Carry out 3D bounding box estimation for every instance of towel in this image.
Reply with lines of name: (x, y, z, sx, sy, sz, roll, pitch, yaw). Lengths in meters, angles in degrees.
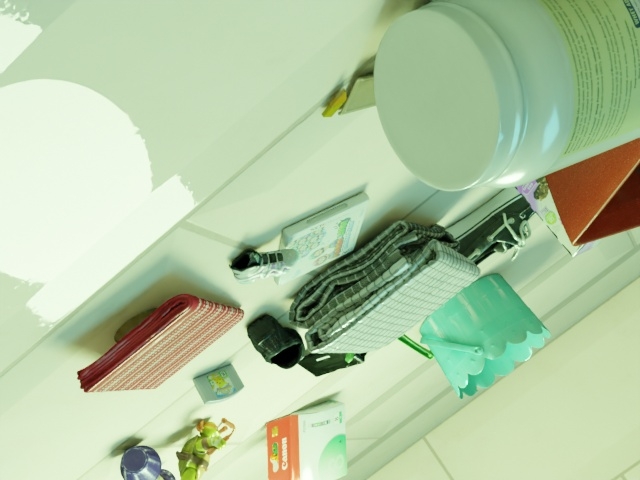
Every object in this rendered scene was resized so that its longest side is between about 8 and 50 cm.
towel: (0.108, 0.077, 1.650, 0.284, 0.121, 0.235, -40, 157, 17)
towel: (-0.222, 0.150, 1.396, 0.199, 0.031, 0.275, -38, 167, 4)

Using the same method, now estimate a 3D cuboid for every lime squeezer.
lime squeezer: (0.114, 0.194, 1.916, 0.059, 0.110, 0.310, -26, 161, 31)

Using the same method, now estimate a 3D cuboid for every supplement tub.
supplement tub: (0.248, -0.196, 1.110, 0.325, 0.235, 0.235, -21, 155, -31)

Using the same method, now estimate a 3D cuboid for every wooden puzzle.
wooden puzzle: (0.058, -0.182, 1.168, 0.116, 0.014, 0.078, -16, 156, -39)

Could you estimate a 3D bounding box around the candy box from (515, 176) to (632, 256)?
candy box: (0.427, -0.099, 1.627, 0.070, 0.196, 0.165, -21, 154, -32)

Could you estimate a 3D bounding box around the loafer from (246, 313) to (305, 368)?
loafer: (-0.068, 0.192, 1.679, 0.076, 0.078, 0.223, -35, 159, 1)

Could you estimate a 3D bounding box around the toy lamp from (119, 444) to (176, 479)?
toy lamp: (-0.328, 0.445, 1.839, 0.080, 0.080, 0.274, -31, 160, -10)

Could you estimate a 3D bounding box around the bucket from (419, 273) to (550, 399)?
bucket: (0.377, 0.221, 2.249, 0.281, 0.183, 0.281, -29, 157, -13)

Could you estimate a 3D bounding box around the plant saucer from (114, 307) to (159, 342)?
plant saucer: (-0.251, 0.126, 1.362, 0.083, 0.015, 0.083, -30, 159, -13)

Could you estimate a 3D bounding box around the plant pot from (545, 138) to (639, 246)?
plant pot: (0.471, -0.185, 1.434, 0.267, 0.235, 0.267, -15, 152, -24)

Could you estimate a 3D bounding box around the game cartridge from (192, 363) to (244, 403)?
game cartridge: (-0.176, 0.253, 1.684, 0.083, 0.056, 0.017, -18, 161, -37)

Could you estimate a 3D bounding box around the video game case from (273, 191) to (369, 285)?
video game case: (0.000, 0.000, 1.457, 0.143, 0.019, 0.157, -26, 157, -21)

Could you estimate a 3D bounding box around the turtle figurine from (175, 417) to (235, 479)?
turtle figurine: (-0.242, 0.434, 1.856, 0.269, 0.087, 0.217, 128, -17, -65)

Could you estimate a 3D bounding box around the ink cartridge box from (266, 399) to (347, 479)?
ink cartridge box: (-0.029, 0.485, 2.242, 0.056, 0.181, 0.225, 5, -170, 40)

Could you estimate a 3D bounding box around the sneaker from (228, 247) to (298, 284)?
sneaker: (-0.082, 0.028, 1.358, 0.098, 0.038, 0.069, -23, 154, 2)

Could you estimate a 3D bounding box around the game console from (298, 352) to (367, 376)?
game console: (0.030, 0.222, 1.925, 0.122, 0.071, 0.107, -22, 136, 30)

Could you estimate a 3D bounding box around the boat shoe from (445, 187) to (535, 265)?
boat shoe: (0.335, -0.018, 1.788, 0.306, 0.105, 0.113, -31, 158, -9)

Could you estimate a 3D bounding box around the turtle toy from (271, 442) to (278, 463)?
turtle toy: (-0.068, 0.519, 2.315, 0.095, 0.130, 0.066, -48, -175, 38)
